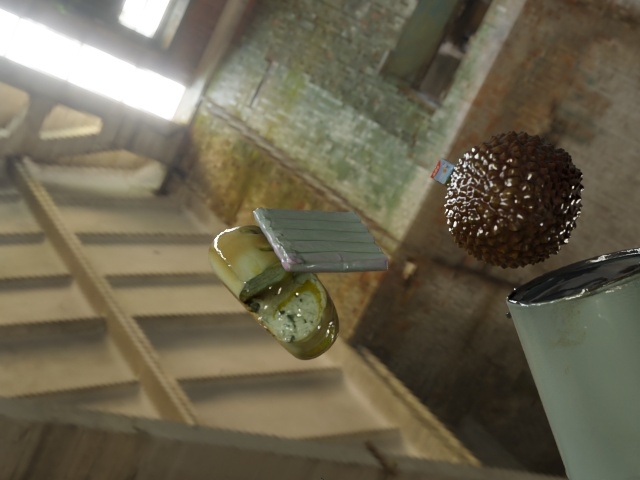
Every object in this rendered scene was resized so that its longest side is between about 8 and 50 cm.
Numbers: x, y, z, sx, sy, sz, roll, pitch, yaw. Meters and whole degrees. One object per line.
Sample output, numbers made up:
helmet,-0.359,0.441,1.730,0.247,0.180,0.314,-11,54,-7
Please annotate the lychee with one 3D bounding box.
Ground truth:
lychee,0.357,-0.072,1.820,0.267,0.268,0.267,26,-167,-6

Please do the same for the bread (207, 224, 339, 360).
bread,-0.091,0.101,2.107,0.333,0.160,0.333,47,173,8

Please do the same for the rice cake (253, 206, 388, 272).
rice cake,0.000,0.000,1.787,0.198,0.037,0.189,-3,-145,-25

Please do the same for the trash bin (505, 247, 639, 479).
trash bin,0.389,0.165,1.320,0.217,0.263,0.277,-22,-175,-34

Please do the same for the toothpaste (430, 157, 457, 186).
toothpaste,0.309,-0.118,2.224,0.044,0.070,0.193,33,-174,36

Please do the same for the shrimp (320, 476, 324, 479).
shrimp,0.029,0.604,2.348,0.165,0.065,0.056,54,171,-30
